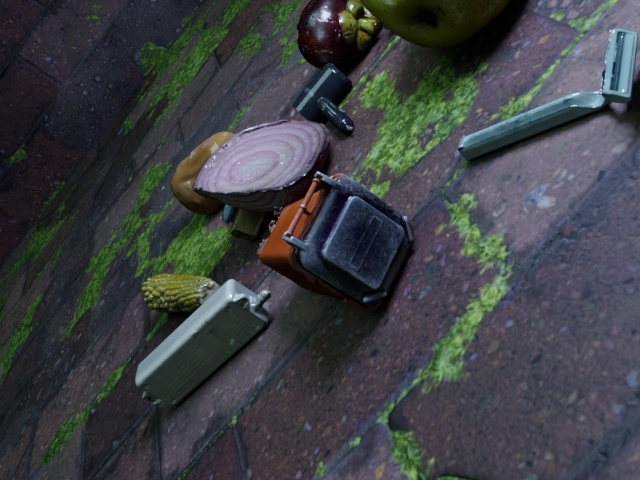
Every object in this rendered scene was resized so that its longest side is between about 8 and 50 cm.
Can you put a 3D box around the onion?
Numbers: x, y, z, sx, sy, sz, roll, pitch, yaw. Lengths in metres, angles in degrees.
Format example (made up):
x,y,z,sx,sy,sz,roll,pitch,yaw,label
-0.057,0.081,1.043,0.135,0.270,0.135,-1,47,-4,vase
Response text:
x,y,z,sx,sy,sz,roll,pitch,yaw,label
-0.094,-0.136,1.447,0.250,0.111,0.247,3,42,30,onion

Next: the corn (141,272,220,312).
x,y,z,sx,sy,sz,roll,pitch,yaw,label
-0.297,0.114,1.539,0.288,0.086,0.087,-3,57,54,corn

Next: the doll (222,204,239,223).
x,y,z,sx,sy,sz,roll,pitch,yaw,label
-0.189,-0.131,1.597,0.180,0.075,0.120,-67,-10,10,doll

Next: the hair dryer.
x,y,z,sx,sy,sz,roll,pitch,yaw,label
0.027,-0.272,1.476,0.124,0.071,0.219,-49,35,12,hair dryer

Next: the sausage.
x,y,z,sx,sy,sz,roll,pitch,yaw,label
-0.250,-0.158,1.714,0.241,0.136,0.120,-33,28,28,sausage

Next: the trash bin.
x,y,z,sx,sy,sz,roll,pitch,yaw,label
0.000,0.000,1.107,0.238,0.184,0.161,-3,57,63,trash bin

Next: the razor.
x,y,z,sx,sy,sz,roll,pitch,yaw,label
0.295,-0.166,0.964,0.278,0.056,0.111,-28,36,53,razor

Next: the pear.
x,y,z,sx,sy,sz,roll,pitch,yaw,label
0.192,-0.461,1.206,0.294,0.294,0.294,-38,33,30,pear

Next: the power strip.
x,y,z,sx,sy,sz,roll,pitch,yaw,label
-0.209,0.184,1.310,0.338,0.098,0.058,-42,28,23,power strip

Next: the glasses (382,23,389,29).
x,y,z,sx,sy,sz,roll,pitch,yaw,label
0.171,-0.541,1.425,0.207,0.102,0.239,20,120,56,glasses

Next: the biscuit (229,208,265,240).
x,y,z,sx,sy,sz,roll,pitch,yaw,label
-0.132,-0.086,1.521,0.052,0.056,0.188,-43,24,60,biscuit

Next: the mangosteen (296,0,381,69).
x,y,z,sx,sy,sz,roll,pitch,yaw,label
0.038,-0.452,1.561,0.180,0.166,0.166,-6,52,30,mangosteen
